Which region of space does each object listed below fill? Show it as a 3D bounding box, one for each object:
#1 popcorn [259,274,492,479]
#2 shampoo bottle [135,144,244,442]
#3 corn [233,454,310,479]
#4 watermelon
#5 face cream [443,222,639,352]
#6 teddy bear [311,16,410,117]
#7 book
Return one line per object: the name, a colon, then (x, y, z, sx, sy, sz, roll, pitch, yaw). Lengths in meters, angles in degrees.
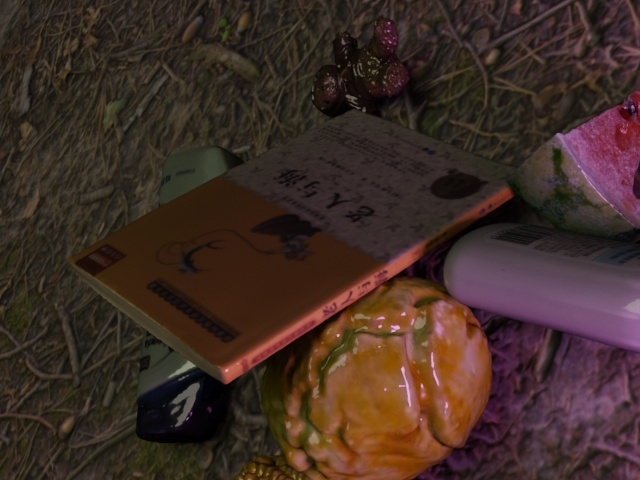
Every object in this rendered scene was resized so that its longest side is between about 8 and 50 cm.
popcorn: (0.053, 0.132, 1.030, 0.221, 0.204, 0.183, -31, 41, -2)
shampoo bottle: (-0.149, 0.061, 1.324, 0.134, 0.078, 0.359, -12, 63, 33)
corn: (0.022, 0.284, 1.060, 0.292, 0.101, 0.101, 14, 80, 44)
watermelon: (0.243, -0.083, 1.035, 0.098, 0.121, 0.158, -22, 51, 58)
face cream: (0.274, 0.048, 0.913, 0.337, 0.163, 0.080, 14, 105, 43)
teddy bear: (0.056, -0.194, 1.272, 0.160, 0.078, 0.119, -21, 79, 52)
book: (-0.019, -0.017, 1.074, 0.389, 0.032, 0.269, -31, 38, -29)
